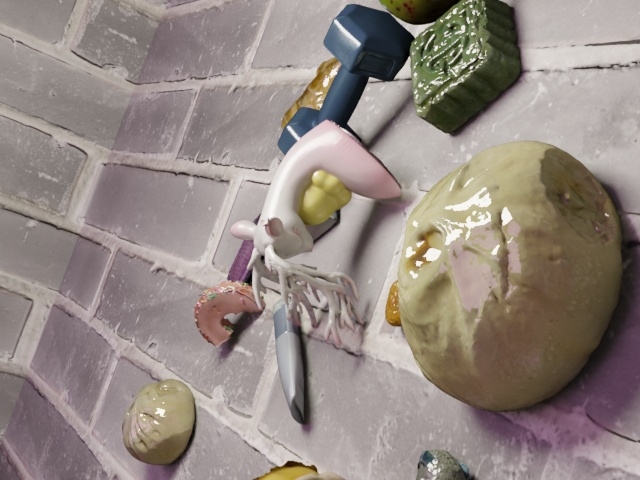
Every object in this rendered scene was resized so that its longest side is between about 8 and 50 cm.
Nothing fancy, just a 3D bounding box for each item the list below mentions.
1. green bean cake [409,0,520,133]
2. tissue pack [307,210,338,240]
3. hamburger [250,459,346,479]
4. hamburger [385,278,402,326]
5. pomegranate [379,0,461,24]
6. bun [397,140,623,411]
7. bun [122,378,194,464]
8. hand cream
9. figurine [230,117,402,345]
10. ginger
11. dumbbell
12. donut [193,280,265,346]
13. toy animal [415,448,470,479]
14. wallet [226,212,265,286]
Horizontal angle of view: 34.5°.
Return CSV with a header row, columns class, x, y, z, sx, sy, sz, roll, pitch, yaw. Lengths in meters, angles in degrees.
class,x,y,z,sx,sy,sz,roll,pitch,yaw
green bean cake,0.231,-0.294,1.677,0.185,0.094,0.184,-35,41,39
tissue pack,-0.012,-0.083,1.995,0.112,0.051,0.156,-40,39,45
hamburger,-0.008,0.462,1.391,0.236,0.276,0.277,26,95,42
hamburger,0.134,0.097,1.617,0.076,0.044,0.083,-24,53,54
pomegranate,0.160,-0.490,1.782,0.202,0.248,0.202,-50,7,9
bun,0.214,0.033,1.351,0.364,0.202,0.364,-44,35,42
bun,-0.353,0.377,2.204,0.178,0.127,0.193,-51,30,33
hand cream,-0.055,0.211,1.854,0.048,0.079,0.255,-17,44,6
figurine,0.001,-0.001,1.758,0.315,0.284,0.206,-43,18,-4
ginger,0.019,-0.306,2.079,0.334,0.081,0.148,-49,17,31
dumbbell,0.043,-0.262,1.848,0.316,0.143,0.156,-62,-4,39
donut,-0.200,0.137,2.109,0.166,0.117,0.065,-43,18,25
toy animal,0.179,0.362,1.327,0.253,0.070,0.079,-121,41,-53
wallet,-0.152,0.033,2.187,0.166,0.030,0.111,-62,29,14
